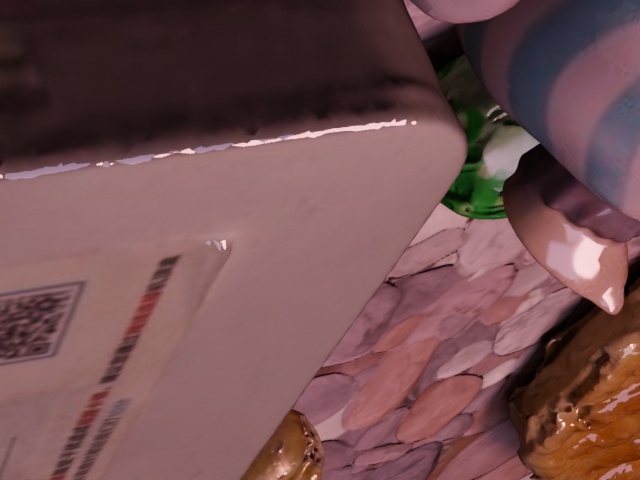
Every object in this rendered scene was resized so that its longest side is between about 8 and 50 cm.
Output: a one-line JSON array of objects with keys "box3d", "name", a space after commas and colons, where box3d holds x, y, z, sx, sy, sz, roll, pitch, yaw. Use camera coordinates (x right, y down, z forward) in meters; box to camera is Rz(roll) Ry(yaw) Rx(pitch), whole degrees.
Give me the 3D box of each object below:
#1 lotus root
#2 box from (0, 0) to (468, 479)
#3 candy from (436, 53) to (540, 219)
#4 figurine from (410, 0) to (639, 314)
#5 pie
[{"box3d": [-0.080, 0.168, 1.087, 0.183, 0.077, 0.090, -39, 145, 9], "name": "lotus root"}, {"box3d": [-0.179, 0.045, 0.698, 0.396, 0.111, 0.396, -10, 153, -28], "name": "box"}, {"box3d": [-0.001, -0.001, 0.900, 0.323, 0.097, 0.097, -30, 154, 14], "name": "candy"}, {"box3d": [0.096, -0.200, 0.564, 0.377, 0.266, 0.361, 33, 125, -25], "name": "figurine"}, {"box3d": [0.294, 0.088, 1.334, 0.339, 0.083, 0.339, -22, 150, -13], "name": "pie"}]
